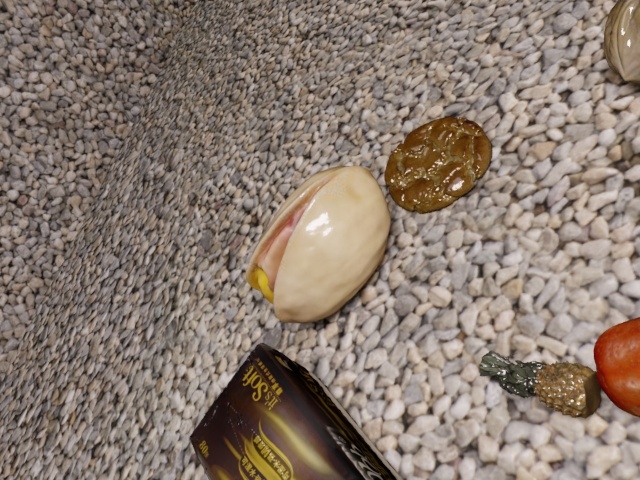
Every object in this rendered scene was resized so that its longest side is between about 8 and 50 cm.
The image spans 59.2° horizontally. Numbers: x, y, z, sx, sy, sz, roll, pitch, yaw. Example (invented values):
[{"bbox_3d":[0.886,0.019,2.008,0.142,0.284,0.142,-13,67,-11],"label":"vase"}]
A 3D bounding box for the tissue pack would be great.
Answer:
[{"bbox_3d":[-0.018,0.348,0.832,0.210,0.198,0.370,-55,40,2],"label":"tissue pack"}]

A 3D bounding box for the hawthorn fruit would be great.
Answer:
[{"bbox_3d":[0.391,0.149,0.655,0.138,0.132,0.133,-24,47,41],"label":"hawthorn fruit"}]

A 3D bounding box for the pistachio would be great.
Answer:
[{"bbox_3d":[0.000,0.000,1.042,0.309,0.230,0.230,-49,41,2],"label":"pistachio"}]

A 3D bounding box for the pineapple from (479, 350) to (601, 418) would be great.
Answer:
[{"bbox_3d":[0.293,0.189,0.766,0.159,0.074,0.074,5,65,49],"label":"pineapple"}]

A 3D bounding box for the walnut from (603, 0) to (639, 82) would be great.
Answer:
[{"bbox_3d":[0.531,-0.340,0.858,0.230,0.178,0.178,-55,41,3],"label":"walnut"}]

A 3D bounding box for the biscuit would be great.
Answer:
[{"bbox_3d":[0.220,-0.151,1.092,0.225,0.042,0.226,-22,49,28],"label":"biscuit"}]
